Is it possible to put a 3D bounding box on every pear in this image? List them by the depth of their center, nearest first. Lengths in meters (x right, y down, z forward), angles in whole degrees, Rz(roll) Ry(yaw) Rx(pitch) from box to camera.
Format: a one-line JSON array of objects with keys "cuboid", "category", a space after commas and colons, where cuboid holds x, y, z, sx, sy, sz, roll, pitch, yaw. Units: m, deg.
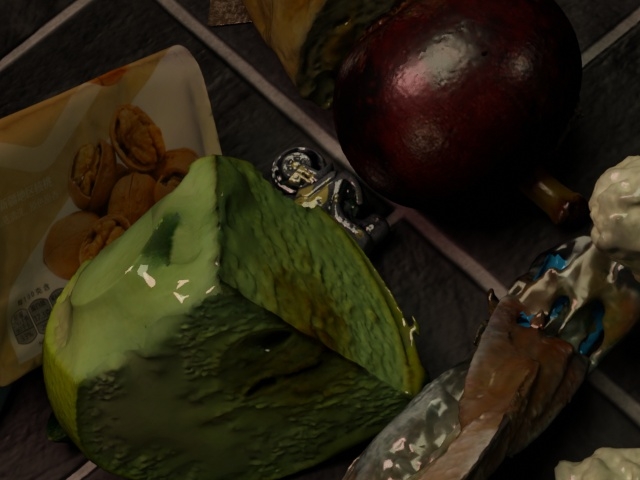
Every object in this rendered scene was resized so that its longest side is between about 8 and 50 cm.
[{"cuboid": [-0.100, 0.088, 1.570, 0.282, 0.286, 0.176, -37, 40, 26], "category": "pear"}]

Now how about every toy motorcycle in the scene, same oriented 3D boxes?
[{"cuboid": [0.000, 0.000, 1.699, 0.124, 0.061, 0.193, 5, 63, 12], "category": "toy motorcycle"}]

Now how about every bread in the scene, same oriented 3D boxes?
[{"cuboid": [0.025, -0.280, 1.810, 0.196, 0.238, 0.252, 0, 52, -30], "category": "bread"}]

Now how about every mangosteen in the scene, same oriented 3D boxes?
[{"cuboid": [0.145, -0.110, 1.655, 0.235, 0.261, 0.235, -41, 8, 7], "category": "mangosteen"}]

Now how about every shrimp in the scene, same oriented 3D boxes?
[{"cuboid": [0.113, 0.153, 1.450, 0.110, 0.221, 0.445, 43, 70, -2], "category": "shrimp"}]

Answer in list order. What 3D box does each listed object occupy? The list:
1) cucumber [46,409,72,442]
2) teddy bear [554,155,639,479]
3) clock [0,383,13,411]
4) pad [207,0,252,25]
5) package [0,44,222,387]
[{"cuboid": [-0.166, 0.112, 1.680, 0.215, 0.058, 0.052, -43, 59, -10], "category": "cucumber"}, {"cuboid": [0.300, 0.184, 1.302, 0.327, 0.375, 0.362, -4, 38, 34], "category": "teddy bear"}, {"cuboid": [-0.417, 0.159, 1.712, 0.223, 0.094, 0.274, 4, 56, 23], "category": "clock"}, {"cuboid": [-0.003, -0.297, 1.950, 0.235, 0.003, 0.158, -4, 54, 17], "category": "pad"}, {"cuboid": [-0.251, -0.033, 1.683, 0.165, 0.221, 0.311, 7, 30, 44], "category": "package"}]
